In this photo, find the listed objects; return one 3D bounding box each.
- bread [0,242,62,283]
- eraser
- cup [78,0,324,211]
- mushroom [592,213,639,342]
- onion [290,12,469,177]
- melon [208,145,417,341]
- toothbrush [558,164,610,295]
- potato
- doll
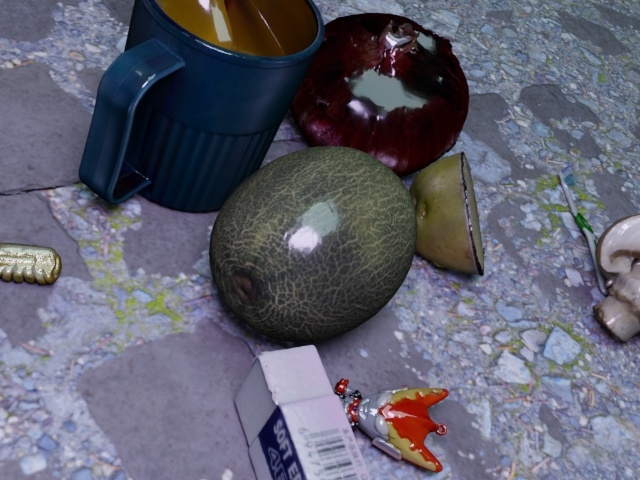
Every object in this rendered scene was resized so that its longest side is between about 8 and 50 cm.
[{"bbox_3d":[-0.357,0.029,0.977,0.088,0.033,0.049,4,63,-20],"label":"bread"},{"bbox_3d":[-0.004,0.265,0.878,0.086,0.130,0.287,-5,54,-27],"label":"eraser"},{"bbox_3d":[-0.161,-0.191,1.098,0.242,0.292,0.308,18,45,-13],"label":"cup"},{"bbox_3d":[0.554,0.087,1.327,0.253,0.195,0.189,54,15,24],"label":"mushroom"},{"bbox_3d":[0.100,-0.248,1.333,0.314,0.232,0.314,4,65,-8],"label":"onion"},{"bbox_3d":[0.000,0.000,1.045,0.237,0.237,0.302,43,42,13],"label":"melon"},{"bbox_3d":[0.481,-0.021,1.482,0.030,0.030,0.304,12,48,-18],"label":"toothbrush"},{"bbox_3d":[0.188,-0.032,1.264,0.117,0.182,0.202,-8,65,13],"label":"potato"},{"bbox_3d":[0.076,0.222,1.016,0.169,0.057,0.109,10,60,-1],"label":"doll"}]
